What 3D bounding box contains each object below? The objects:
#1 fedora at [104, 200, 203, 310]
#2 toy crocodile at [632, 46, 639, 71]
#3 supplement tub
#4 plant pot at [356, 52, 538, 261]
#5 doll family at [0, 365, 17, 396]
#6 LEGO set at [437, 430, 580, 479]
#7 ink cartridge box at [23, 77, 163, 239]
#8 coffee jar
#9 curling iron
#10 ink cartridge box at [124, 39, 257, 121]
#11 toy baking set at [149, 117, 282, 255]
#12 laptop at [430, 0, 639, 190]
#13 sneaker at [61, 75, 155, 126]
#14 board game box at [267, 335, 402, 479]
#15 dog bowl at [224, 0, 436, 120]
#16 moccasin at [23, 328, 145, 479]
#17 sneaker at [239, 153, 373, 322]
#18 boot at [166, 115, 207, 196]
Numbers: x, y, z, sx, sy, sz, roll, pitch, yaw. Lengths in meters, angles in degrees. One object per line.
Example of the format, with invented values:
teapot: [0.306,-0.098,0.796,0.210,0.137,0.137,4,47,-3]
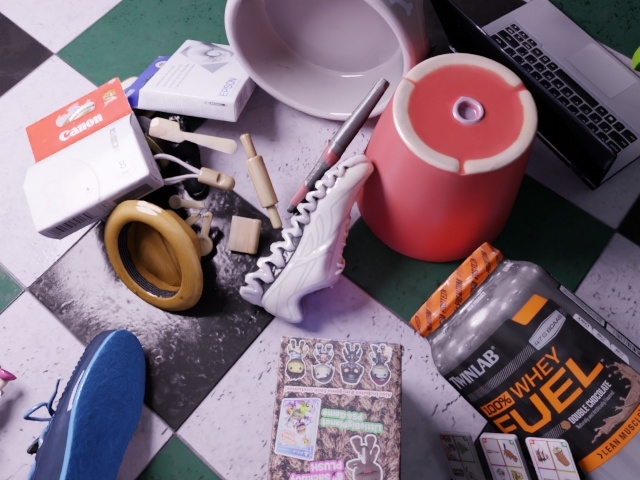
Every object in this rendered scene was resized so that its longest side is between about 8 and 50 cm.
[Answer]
fedora: [-0.247,0.017,0.777,0.194,0.194,0.079,24,34,10]
toy crocodile: [0.704,-0.239,0.872,0.115,0.105,0.340,-21,71,-45]
supplement tub: [0.298,0.173,0.663,0.207,0.207,0.338,-43,73,-14]
plant pot: [0.195,-0.131,0.763,0.275,0.243,0.274,0,68,1]
doll family: [-0.594,0.212,0.733,0.263,0.118,0.163,38,67,-4]
LEGO set: [0.271,0.354,0.623,0.060,0.183,0.244,-17,87,-42]
ink cartridge box: [-0.374,-0.141,0.772,0.189,0.066,0.232,-28,75,1]
coffee jar: [-0.331,-0.121,0.848,0.079,0.096,0.184,27,72,18]
curling iron: [0.023,-0.144,0.802,0.035,0.068,0.274,38,112,11]
ink cartridge box: [-0.231,-0.299,0.895,0.224,0.045,0.223,7,43,4]
toy baking set: [-0.178,-0.088,0.804,0.197,0.030,0.256,-15,100,-1]
laptop: [0.408,-0.301,0.812,0.408,0.236,0.382,-32,72,-16]
sneaker: [-0.377,-0.221,0.904,0.086,0.064,0.192,39,71,20]
board game box: [0.015,0.285,0.612,0.141,0.232,0.290,3,70,2]
dog bowl: [0.008,-0.327,0.784,0.349,0.348,0.102,15,68,7]
moccasin: [-0.339,0.276,0.655,0.117,0.137,0.341,-13,46,21]
sneaker: [0.000,0.000,0.764,0.118,0.110,0.292,37,102,5]
boot: [-0.234,-0.148,0.855,0.045,0.099,0.121,-12,69,-2]
